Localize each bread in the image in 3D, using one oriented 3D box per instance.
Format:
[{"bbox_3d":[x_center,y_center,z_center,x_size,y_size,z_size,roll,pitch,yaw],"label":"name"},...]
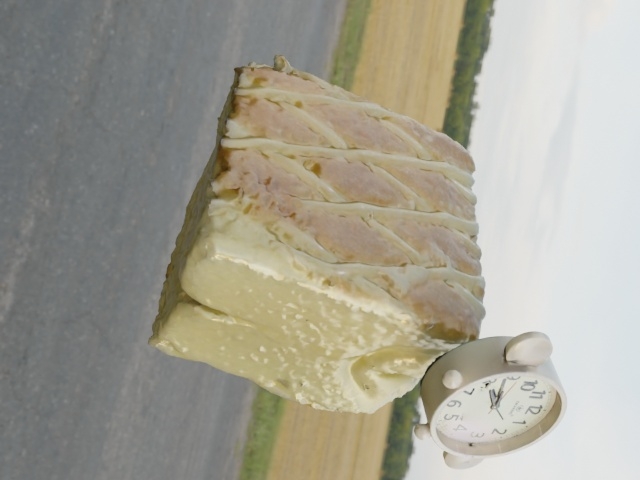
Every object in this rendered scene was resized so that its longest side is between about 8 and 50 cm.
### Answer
[{"bbox_3d":[0.000,0.000,1.118,0.279,0.390,0.371,-50,-155,40],"label":"bread"}]

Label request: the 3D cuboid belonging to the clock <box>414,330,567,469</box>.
[{"bbox_3d":[0.186,0.171,0.922,0.063,0.155,0.229,-100,-159,-50],"label":"clock"}]
